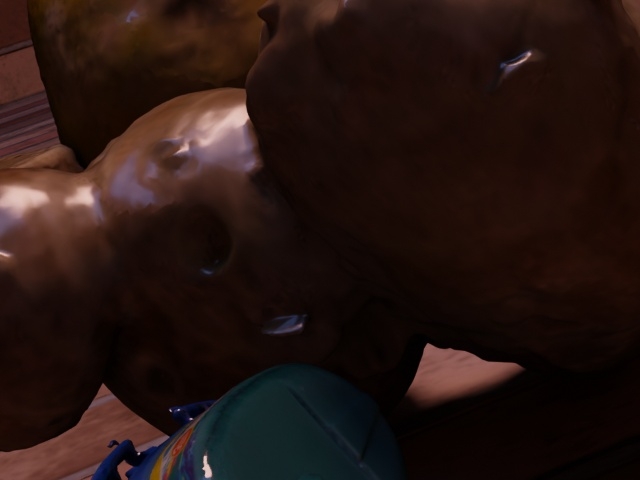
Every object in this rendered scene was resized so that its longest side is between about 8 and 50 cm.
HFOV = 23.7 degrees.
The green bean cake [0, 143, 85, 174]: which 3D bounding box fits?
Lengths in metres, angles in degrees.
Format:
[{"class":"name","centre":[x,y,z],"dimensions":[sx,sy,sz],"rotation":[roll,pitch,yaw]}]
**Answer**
[{"class":"green bean cake","centre":[-0.214,0.020,0.929],"dimensions":[0.085,0.109,0.179],"rotation":[-7,17,38]}]

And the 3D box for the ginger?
[{"class":"ginger","centre":[0.000,0.000,0.564],"dimensions":[0.304,0.155,0.244],"rotation":[-27,-27,22]}]

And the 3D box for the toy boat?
[{"class":"toy boat","centre":[-0.029,0.092,0.470],"dimensions":[0.110,0.091,0.175],"rotation":[-43,-2,17]}]

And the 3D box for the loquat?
[{"class":"loquat","centre":[-0.071,-0.142,1.044],"dimensions":[0.276,0.276,0.284],"rotation":[-19,-6,-4]}]
